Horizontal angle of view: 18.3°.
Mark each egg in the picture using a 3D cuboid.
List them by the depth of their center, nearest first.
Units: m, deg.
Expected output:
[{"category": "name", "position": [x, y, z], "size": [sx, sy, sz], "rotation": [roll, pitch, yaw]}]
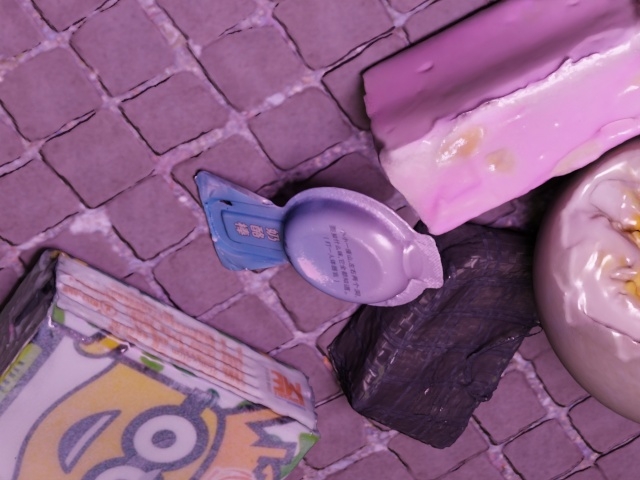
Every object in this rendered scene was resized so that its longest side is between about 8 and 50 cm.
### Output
[{"category": "egg", "position": [0.342, 0.039, 1.819], "size": [0.278, 0.278, 0.336], "rotation": [-32, 160, 12]}]

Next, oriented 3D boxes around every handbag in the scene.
[{"category": "handbag", "position": [0.128, 0.091, 1.944], "size": [0.175, 0.088, 0.270], "rotation": [18, 120, -31]}]

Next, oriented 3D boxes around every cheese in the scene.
[{"category": "cheese", "position": [0.000, 0.000, 1.802], "size": [0.245, 0.052, 0.135], "rotation": [11, 132, 29]}]

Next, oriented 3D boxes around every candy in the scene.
[{"category": "candy", "position": [0.175, -0.130, 1.743], "size": [0.265, 0.155, 0.116], "rotation": [-26, 128, 9]}]

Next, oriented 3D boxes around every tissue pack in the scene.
[{"category": "tissue pack", "position": [-0.188, 0.172, 1.903], "size": [0.311, 0.128, 0.228], "rotation": [28, 117, -26]}]
